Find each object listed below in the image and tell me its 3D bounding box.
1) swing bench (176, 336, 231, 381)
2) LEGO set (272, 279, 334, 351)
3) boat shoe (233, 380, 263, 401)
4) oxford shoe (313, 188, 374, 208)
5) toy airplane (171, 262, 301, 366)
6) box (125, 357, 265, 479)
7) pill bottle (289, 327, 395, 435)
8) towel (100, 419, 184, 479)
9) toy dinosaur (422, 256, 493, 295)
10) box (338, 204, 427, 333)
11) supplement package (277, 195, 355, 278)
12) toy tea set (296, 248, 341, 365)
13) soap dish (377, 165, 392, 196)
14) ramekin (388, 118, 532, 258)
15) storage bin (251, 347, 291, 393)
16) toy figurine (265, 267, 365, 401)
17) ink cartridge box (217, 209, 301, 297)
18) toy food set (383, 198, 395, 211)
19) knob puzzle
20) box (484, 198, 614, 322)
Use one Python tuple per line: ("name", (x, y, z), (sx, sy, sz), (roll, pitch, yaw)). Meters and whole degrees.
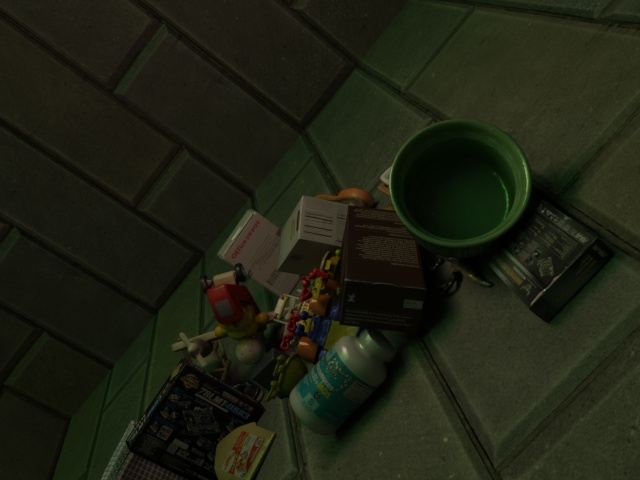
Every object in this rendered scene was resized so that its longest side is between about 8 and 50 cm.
("swing bench", (-0.396, 0.483, 2.302), (0.253, 0.165, 0.254), (-135, 42, -68))
("LEGO set", (-0.053, 0.187, 2.022), (0.107, 0.132, 0.287), (13, 50, 22))
("boat shoe", (-0.249, 0.476, 2.172), (0.075, 0.065, 0.206), (-61, 21, -17))
("oxford shoe", (0.037, -0.081, 2.354), (0.364, 0.130, 0.132), (-18, 47, 58))
("toy airplane", (-0.236, 0.276, 2.141), (0.386, 0.385, 0.272), (-49, 45, 41))
("box", (-0.364, 0.542, 1.991), (0.293, 0.296, 0.073), (-57, 23, -6))
("pill bottle", (0.058, 0.329, 1.618), (0.264, 0.146, 0.146), (-49, 21, 13))
("towel", (-0.556, 0.750, 2.173), (0.121, 0.235, 0.283), (-18, 42, 53))
("toy dinosaur", (0.315, 0.060, 1.613), (0.118, 0.064, 0.268), (-41, 26, 16))
("box", (0.150, 0.061, 1.705), (0.381, 0.191, 0.143), (-83, 1, -62))
("supplement package", (0.000, 0.000, 2.050), (0.262, 0.204, 0.145), (127, 151, -60))
("toy tea set", (0.042, 0.199, 1.917), (0.200, 0.124, 0.335), (33, -108, -76))
("soap dish", (0.309, -0.148, 1.751), (0.229, 0.118, 0.291), (-40, 32, -4))
("ramekin", (0.311, -0.105, 1.523), (0.303, 0.303, 0.148), (-58, -19, -10))
("storage bin", (-0.140, 0.386, 2.041), (0.135, 0.091, 0.098), (-45, 22, 21))
("toy figurine", (0.026, 0.273, 1.727), (0.191, 0.217, 0.362), (8, -81, -77))
("ink cartridge box", (-0.193, 0.048, 2.419), (0.207, 0.283, 0.117), (-56, 20, -5))
("toy food set", (0.207, -0.098, 2.019), (0.306, 0.092, 0.219), (-55, 19, 16))
("knob puzzle", (-0.226, 0.608, 1.922), (0.213, 0.030, 0.213), (-26, 38, 22))
("box", (0.449, 0.034, 1.358), (0.183, 0.056, 0.231), (-51, 20, 11))
